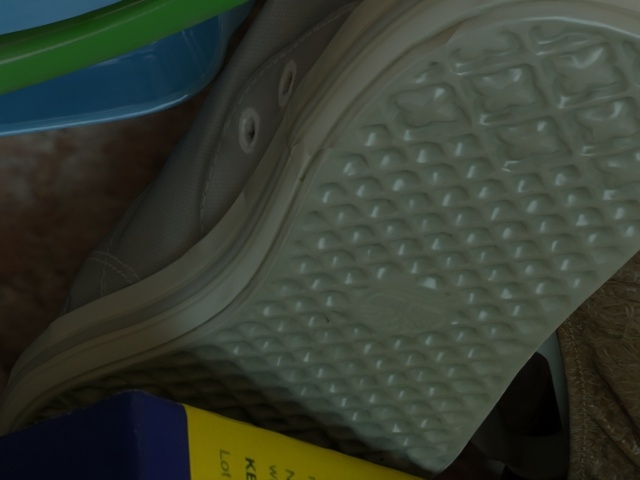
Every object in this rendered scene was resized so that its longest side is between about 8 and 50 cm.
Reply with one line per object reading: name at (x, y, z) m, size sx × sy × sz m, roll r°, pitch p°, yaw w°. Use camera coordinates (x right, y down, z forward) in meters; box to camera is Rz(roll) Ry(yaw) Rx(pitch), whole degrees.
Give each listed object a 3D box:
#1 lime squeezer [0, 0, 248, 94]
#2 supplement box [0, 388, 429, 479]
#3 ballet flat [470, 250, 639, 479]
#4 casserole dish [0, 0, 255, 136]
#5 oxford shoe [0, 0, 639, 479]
lime squeezer at (-0.124, -0.012, 0.642) m, size 0.110 × 0.059 × 0.310 m, roll 17°, pitch 133°, yaw -18°
supplement box at (-0.015, 0.212, 0.735) m, size 0.195 × 0.194 × 0.356 m, roll -22°, pitch 149°, yaw 34°
ballet flat at (0.105, 0.028, 0.791) m, size 0.124 × 0.116 × 0.342 m, roll -1°, pitch 141°, yaw 9°
casserole dish at (-0.117, -0.089, 0.642) m, size 0.188 × 0.037 × 0.114 m, roll -9°, pitch 136°, yaw -7°
oxford shoe at (0.000, 0.000, 0.695) m, size 0.169 × 0.130 × 0.449 m, roll 16°, pitch 145°, yaw -20°
